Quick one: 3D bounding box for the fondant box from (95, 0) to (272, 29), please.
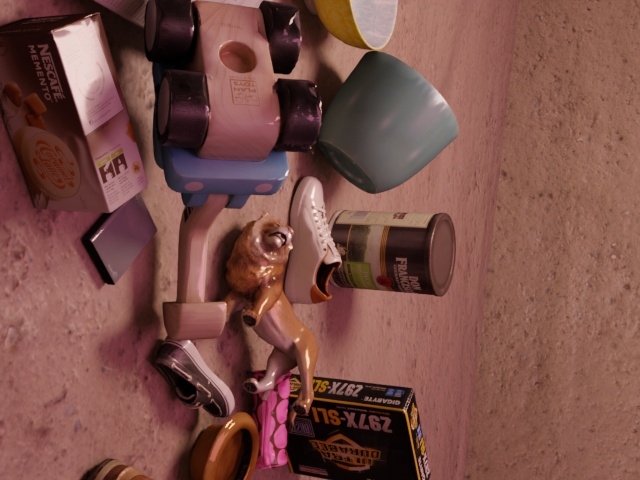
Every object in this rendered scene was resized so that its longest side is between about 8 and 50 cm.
[{"bbox_3d":[-0.202,-0.428,1.250,0.096,0.238,0.330,52,15,21],"label":"fondant box"}]

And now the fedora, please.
[{"bbox_3d":[-0.190,0.412,1.540,0.194,0.079,0.194,-35,131,-54],"label":"fedora"}]

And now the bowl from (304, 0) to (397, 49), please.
[{"bbox_3d":[0.053,-0.568,1.835,0.289,0.156,0.290,-11,102,-63],"label":"bowl"}]

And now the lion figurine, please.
[{"bbox_3d":[-0.088,0.158,1.618,0.240,0.142,0.392,-57,136,-54],"label":"lion figurine"}]

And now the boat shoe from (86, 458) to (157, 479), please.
[{"bbox_3d":[-0.278,0.493,1.324,0.122,0.119,0.324,-57,141,-45],"label":"boat shoe"}]

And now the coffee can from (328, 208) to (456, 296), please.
[{"bbox_3d":[0.173,0.027,2.014,0.201,0.275,0.202,-12,104,-63],"label":"coffee can"}]

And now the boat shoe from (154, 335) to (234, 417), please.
[{"bbox_3d":[-0.229,0.260,1.458,0.219,0.077,0.070,60,40,-36],"label":"boat shoe"}]

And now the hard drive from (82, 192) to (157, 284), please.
[{"bbox_3d":[-0.317,-0.008,1.299,0.135,0.022,0.094,-60,144,-42],"label":"hard drive"}]

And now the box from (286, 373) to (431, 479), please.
[{"bbox_3d":[0.063,0.421,1.784,0.079,0.322,0.257,-54,140,-50],"label":"box"}]

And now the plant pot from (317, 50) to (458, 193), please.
[{"bbox_3d":[0.136,-0.251,1.907,0.235,0.293,0.293,-49,144,-9],"label":"plant pot"}]

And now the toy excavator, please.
[{"bbox_3d":[-0.173,-0.103,1.295,0.445,0.222,0.433,128,-44,-57],"label":"toy excavator"}]

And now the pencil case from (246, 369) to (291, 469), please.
[{"bbox_3d":[-0.107,0.371,1.696,0.098,0.095,0.209,-169,-101,-81],"label":"pencil case"}]

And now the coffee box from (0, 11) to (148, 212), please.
[{"bbox_3d":[-0.341,-0.169,1.097,0.098,0.141,0.247,-48,135,-51],"label":"coffee box"}]

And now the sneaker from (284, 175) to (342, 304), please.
[{"bbox_3d":[0.000,0.000,1.835,0.106,0.123,0.290,12,81,-62],"label":"sneaker"}]
